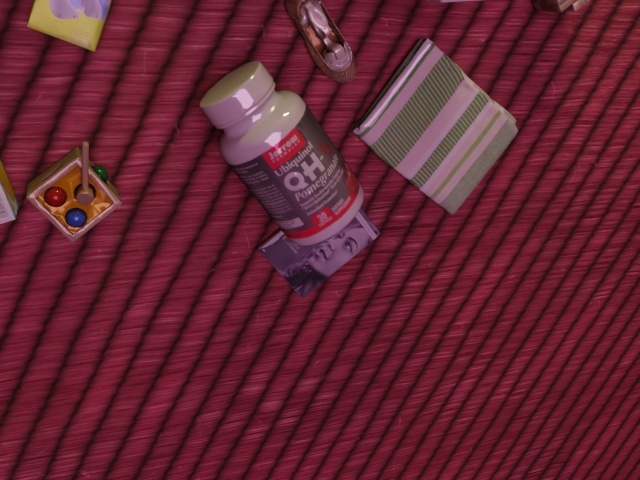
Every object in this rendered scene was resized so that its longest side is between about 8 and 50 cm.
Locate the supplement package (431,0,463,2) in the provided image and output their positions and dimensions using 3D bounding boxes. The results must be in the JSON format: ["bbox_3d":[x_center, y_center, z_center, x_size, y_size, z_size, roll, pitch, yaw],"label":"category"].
[{"bbox_3d":[0.227,-0.514,1.103,0.199,0.263,0.198,-10,115,-18],"label":"supplement package"}]

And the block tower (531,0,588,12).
[{"bbox_3d":[0.416,-0.591,1.245,0.091,0.097,0.335,-38,120,-3],"label":"block tower"}]

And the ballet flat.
[{"bbox_3d":[0.008,-0.365,1.195,0.073,0.067,0.206,-43,121,0],"label":"ballet flat"}]

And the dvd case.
[{"bbox_3d":[0.000,0.000,1.384,0.221,0.018,0.164,-40,121,-2],"label":"dvd case"}]

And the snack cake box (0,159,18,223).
[{"bbox_3d":[-0.603,-0.140,1.034,0.152,0.089,0.264,-17,118,-12],"label":"snack cake box"}]

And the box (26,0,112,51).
[{"bbox_3d":[-0.381,-0.403,1.034,0.109,0.042,0.178,16,107,-28],"label":"box"}]

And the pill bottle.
[{"bbox_3d":[-0.071,-0.157,1.190,0.176,0.176,0.318,-39,119,-2],"label":"pill bottle"}]

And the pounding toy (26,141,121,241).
[{"bbox_3d":[-0.415,-0.091,1.125,0.141,0.100,0.130,-38,122,-2],"label":"pounding toy"}]

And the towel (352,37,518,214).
[{"bbox_3d":[0.248,-0.231,1.373,0.325,0.038,0.248,32,99,-32],"label":"towel"}]
